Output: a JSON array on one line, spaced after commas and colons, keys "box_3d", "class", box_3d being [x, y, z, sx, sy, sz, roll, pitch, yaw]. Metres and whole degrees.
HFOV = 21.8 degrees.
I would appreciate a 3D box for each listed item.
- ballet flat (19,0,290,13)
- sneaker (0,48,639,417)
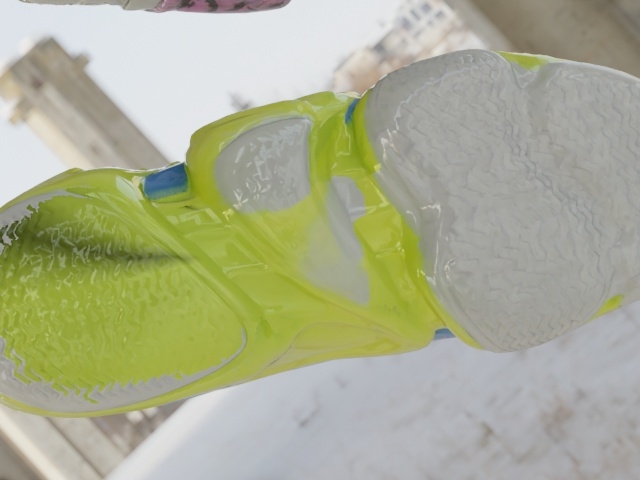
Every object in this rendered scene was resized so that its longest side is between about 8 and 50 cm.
[{"box_3d": [-0.113, -0.141, 0.630, 0.079, 0.221, 0.077, -56, 11, -25], "class": "ballet flat"}, {"box_3d": [0.000, 0.000, 0.530, 0.240, 0.091, 0.126, -8, -5, -16], "class": "sneaker"}]
